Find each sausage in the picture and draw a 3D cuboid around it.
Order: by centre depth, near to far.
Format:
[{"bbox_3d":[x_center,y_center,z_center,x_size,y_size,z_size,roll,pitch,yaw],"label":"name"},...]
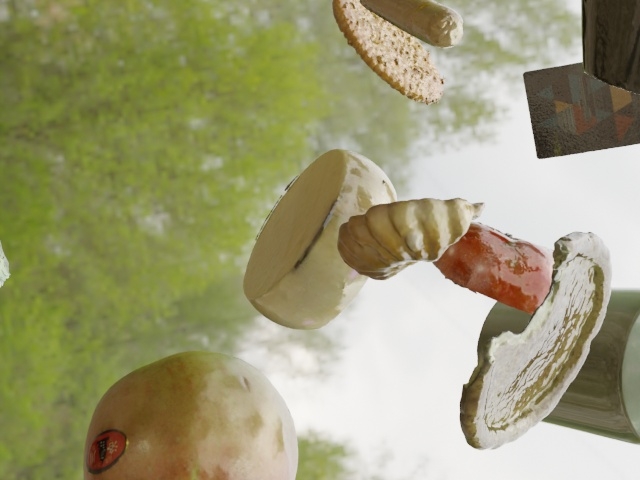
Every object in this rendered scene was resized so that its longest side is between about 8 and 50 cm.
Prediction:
[{"bbox_3d":[0.132,-0.334,2.204,0.301,0.066,0.066,-131,-147,-61],"label":"sausage"}]

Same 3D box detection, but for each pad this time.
[{"bbox_3d":[0.424,-0.208,2.330,0.003,0.211,0.143,-19,99,-67],"label":"pad"}]

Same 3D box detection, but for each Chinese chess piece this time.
[{"bbox_3d":[0.000,0.000,1.997,0.251,0.097,0.251,-50,-160,26],"label":"Chinese chess piece"}]

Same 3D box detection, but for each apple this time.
[{"bbox_3d":[-0.209,0.330,2.371,0.338,0.338,0.305,97,-17,-51],"label":"apple"}]

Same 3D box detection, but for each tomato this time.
[{"bbox_3d":[0.272,0.034,2.242,0.095,0.237,0.237,-68,-160,7],"label":"tomato"}]

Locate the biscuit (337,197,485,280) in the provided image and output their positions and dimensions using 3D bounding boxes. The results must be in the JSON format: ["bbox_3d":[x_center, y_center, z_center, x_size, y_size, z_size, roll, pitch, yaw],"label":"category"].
[{"bbox_3d":[0.082,0.002,1.594,0.183,0.118,0.061,-26,-117,51],"label":"biscuit"}]

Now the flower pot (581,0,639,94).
[{"bbox_3d":[0.411,-0.254,1.792,0.269,0.269,0.166,-137,-123,-67],"label":"flower pot"}]

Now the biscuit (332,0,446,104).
[{"bbox_3d":[0.116,-0.328,2.535,0.035,0.254,0.254,-43,-133,25],"label":"biscuit"}]

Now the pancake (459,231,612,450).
[{"bbox_3d":[0.267,0.123,1.831,0.033,0.288,0.286,30,-54,31],"label":"pancake"}]

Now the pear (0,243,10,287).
[{"bbox_3d":[-0.612,-0.005,2.156,0.176,0.282,0.286,-81,158,-74],"label":"pear"}]

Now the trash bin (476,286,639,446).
[{"bbox_3d":[0.499,0.209,2.583,0.432,0.280,0.280,2,-76,54],"label":"trash bin"}]
